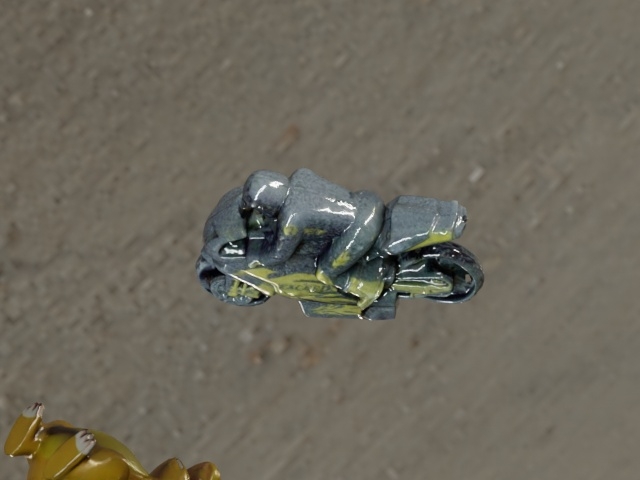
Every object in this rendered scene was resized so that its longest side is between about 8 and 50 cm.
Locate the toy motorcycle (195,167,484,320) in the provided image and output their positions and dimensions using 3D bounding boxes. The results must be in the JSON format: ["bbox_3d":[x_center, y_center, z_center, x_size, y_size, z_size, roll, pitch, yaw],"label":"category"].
[{"bbox_3d":[0.000,0.000,1.122,0.124,0.193,0.061,61,36,-47],"label":"toy motorcycle"}]

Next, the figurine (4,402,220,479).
[{"bbox_3d":[-0.143,0.197,1.295,0.176,0.121,0.122,25,84,-38],"label":"figurine"}]
